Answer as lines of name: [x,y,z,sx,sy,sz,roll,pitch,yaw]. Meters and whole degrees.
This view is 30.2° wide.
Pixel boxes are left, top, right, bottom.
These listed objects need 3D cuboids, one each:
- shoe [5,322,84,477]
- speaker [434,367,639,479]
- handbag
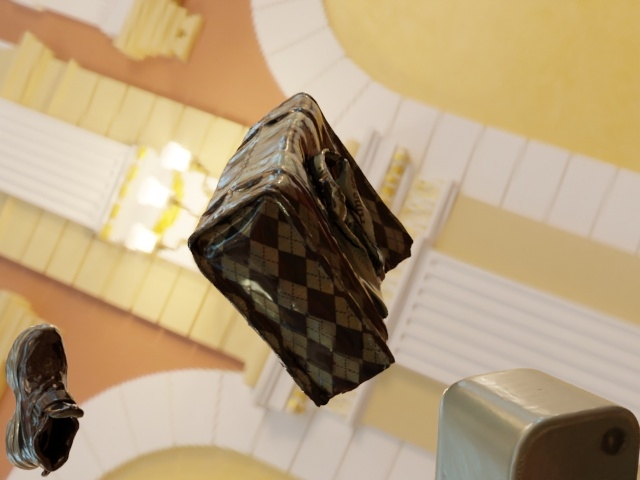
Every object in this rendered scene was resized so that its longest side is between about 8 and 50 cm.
shoe: [-0.291,0.178,1.284,0.071,0.099,0.169,0,-81,-41]
speaker: [0.241,0.361,1.411,0.183,0.184,0.406,-6,-73,-27]
handbag: [0.000,0.000,1.633,0.180,0.316,0.416,-34,17,20]
